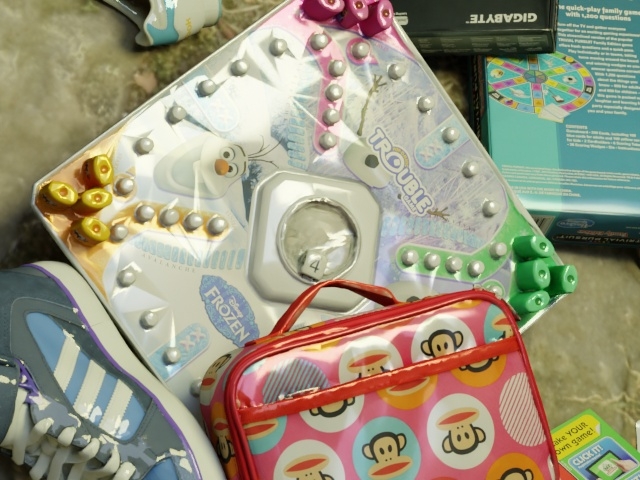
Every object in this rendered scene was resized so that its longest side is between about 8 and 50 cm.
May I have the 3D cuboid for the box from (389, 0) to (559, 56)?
[{"bbox_3d":[0.138,-0.277,1.949,0.220,0.051,0.175,1,65,14],"label":"box"}]

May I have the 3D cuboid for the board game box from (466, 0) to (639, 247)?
[{"bbox_3d":[0.285,-0.159,1.980,0.253,0.079,0.336,4,64,-8],"label":"board game box"}]

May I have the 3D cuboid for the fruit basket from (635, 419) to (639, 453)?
[{"bbox_3d":[0.482,0.308,1.788,0.353,0.165,0.327,-1,63,8],"label":"fruit basket"}]

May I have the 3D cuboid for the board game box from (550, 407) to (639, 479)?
[{"bbox_3d":[0.206,0.298,1.726,0.317,0.046,0.213,-26,54,-31],"label":"board game box"}]

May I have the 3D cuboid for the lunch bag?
[{"bbox_3d":[0.048,0.157,1.643,0.293,0.120,0.258,-14,88,-22],"label":"lunch bag"}]

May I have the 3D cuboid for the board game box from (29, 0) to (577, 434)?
[{"bbox_3d":[0.000,0.000,1.720,0.390,0.050,0.390,-38,99,-19],"label":"board game box"}]

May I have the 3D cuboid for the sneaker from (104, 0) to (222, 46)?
[{"bbox_3d":[-0.193,-0.296,1.860,0.092,0.087,0.229,-29,78,-30],"label":"sneaker"}]

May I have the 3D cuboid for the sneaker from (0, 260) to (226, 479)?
[{"bbox_3d":[-0.244,0.167,1.566,0.236,0.130,0.323,-19,66,-45],"label":"sneaker"}]

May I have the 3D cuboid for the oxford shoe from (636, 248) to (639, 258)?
[{"bbox_3d":[0.433,0.034,1.985,0.212,0.076,0.076,26,61,-8],"label":"oxford shoe"}]
